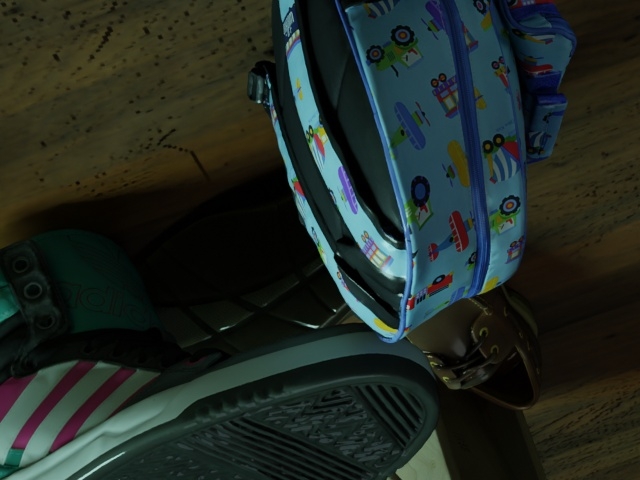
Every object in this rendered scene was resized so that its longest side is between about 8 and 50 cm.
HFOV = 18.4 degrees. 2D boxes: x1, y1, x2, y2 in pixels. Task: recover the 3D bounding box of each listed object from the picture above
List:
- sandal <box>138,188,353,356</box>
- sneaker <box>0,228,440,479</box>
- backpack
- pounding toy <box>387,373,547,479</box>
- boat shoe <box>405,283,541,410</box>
[{"bbox_3d":[0.000,0.000,1.015,0.219,0.090,0.060,-38,168,21],"label":"sandal"},{"bbox_3d":[-0.083,0.064,0.950,0.296,0.178,0.124,-24,138,21],"label":"sneaker"},{"bbox_3d":[0.042,-0.053,0.827,0.117,0.173,0.158,-12,150,-10],"label":"backpack"},{"bbox_3d":[0.049,0.150,1.177,0.094,0.181,0.206,-32,148,25],"label":"pounding toy"},{"bbox_3d":[0.087,0.053,1.155,0.064,0.060,0.178,-28,150,18],"label":"boat shoe"}]
